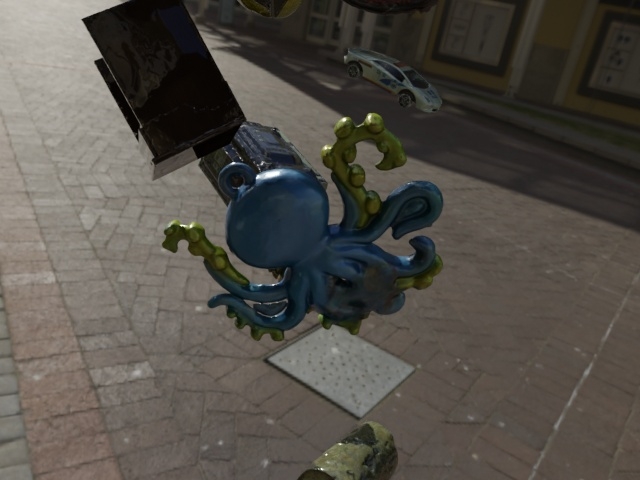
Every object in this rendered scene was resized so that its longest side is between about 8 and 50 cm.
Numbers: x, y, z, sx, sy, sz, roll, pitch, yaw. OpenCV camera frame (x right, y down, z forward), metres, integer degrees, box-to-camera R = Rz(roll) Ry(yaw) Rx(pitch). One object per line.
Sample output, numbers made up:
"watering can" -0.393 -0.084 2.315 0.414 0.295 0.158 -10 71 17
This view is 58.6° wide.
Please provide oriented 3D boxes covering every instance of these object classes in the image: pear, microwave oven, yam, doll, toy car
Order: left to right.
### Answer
"microwave oven" -0.156 -0.184 1.529 0.237 0.181 0.295 2 38 -42
"pear" -0.091 -0.486 1.052 0.141 0.104 0.141 15 42 -14
"doll" 0.000 0.000 0.790 0.341 0.346 0.099 41 17 -28
"yam" 0.050 0.369 0.906 0.107 0.107 0.194 24 20 26
"toy car" 0.136 -0.298 1.050 0.204 0.056 0.095 35 34 20

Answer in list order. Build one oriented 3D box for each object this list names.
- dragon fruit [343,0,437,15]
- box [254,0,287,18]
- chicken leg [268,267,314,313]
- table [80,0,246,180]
"dragon fruit" 0.144 -0.587 1.148 0.343 0.282 0.100 -23 16 13
"box" -0.061 -0.395 0.598 0.143 0.184 0.273 32 -6 0
"chicken leg" -0.047 0.038 1.086 0.228 0.103 0.088 65 9 21
"table" -0.314 -0.299 1.137 0.196 0.282 0.250 -29 7 -14
